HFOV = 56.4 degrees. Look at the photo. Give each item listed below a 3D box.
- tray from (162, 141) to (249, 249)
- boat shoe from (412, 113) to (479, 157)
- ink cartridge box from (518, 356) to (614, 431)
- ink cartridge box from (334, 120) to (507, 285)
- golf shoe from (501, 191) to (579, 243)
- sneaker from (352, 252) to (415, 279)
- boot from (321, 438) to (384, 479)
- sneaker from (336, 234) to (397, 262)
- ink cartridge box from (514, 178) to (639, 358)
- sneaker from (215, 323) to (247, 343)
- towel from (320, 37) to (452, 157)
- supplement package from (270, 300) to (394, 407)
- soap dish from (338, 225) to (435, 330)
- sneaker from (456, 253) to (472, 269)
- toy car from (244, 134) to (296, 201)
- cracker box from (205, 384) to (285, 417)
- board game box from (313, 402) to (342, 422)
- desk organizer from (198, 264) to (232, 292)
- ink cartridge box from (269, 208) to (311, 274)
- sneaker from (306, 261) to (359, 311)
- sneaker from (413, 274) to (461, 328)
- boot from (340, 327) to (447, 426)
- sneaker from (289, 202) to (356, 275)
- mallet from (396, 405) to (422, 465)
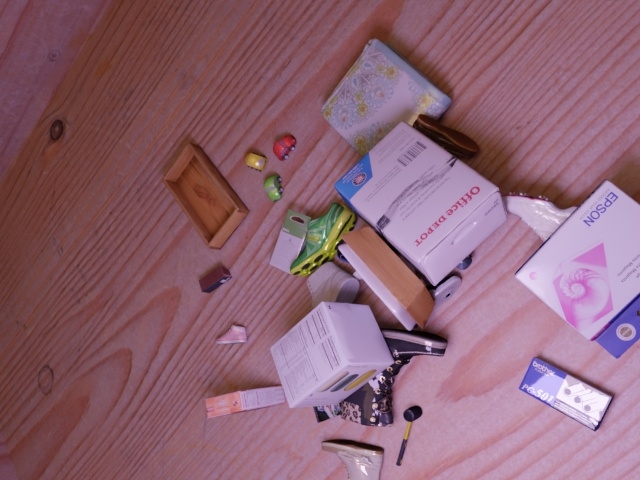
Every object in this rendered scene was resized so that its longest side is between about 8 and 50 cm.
[{"bbox_3d":[-0.457,-0.178,2.350,0.203,0.076,0.411,-50,59,19],"label":"tray"},{"bbox_3d":[0.369,-0.301,1.787,0.207,0.073,0.073,31,130,9],"label":"boat shoe"},{"bbox_3d":[0.631,0.392,1.542,0.207,0.046,0.097,26,97,34],"label":"ink cartridge box"},{"bbox_3d":[0.276,-0.111,1.679,0.285,0.166,0.395,-43,52,-1],"label":"ink cartridge box"},{"bbox_3d":[0.606,-0.043,1.586,0.306,0.115,0.140,20,98,36],"label":"golf shoe"},{"bbox_3d":[0.198,0.105,1.869,0.212,0.080,0.094,-20,94,34],"label":"sneaker"},{"bbox_3d":[0.092,0.708,1.845,0.213,0.077,0.165,0,85,31],"label":"boot"},{"bbox_3d":[0.140,0.020,1.903,0.232,0.090,0.081,-15,75,31],"label":"sneaker"},{"bbox_3d":[0.711,0.077,1.458,0.330,0.071,0.324,42,108,12],"label":"ink cartridge box"},{"bbox_3d":[-0.327,0.346,2.198,0.134,0.051,0.070,-11,76,29],"label":"sneaker"},{"bbox_3d":[0.200,-0.436,1.936,0.320,0.090,0.374,-52,59,21],"label":"towel"},{"bbox_3d":[0.029,0.332,1.729,0.262,0.199,0.198,-45,53,31],"label":"supplement package"},{"bbox_3d":[0.193,0.104,1.685,0.118,0.229,0.291,-41,60,1],"label":"soap dish"},{"bbox_3d":[0.331,0.013,1.779,0.283,0.110,0.122,47,116,39],"label":"sneaker"},{"bbox_3d":[-0.184,-0.255,2.186,0.239,0.053,0.225,-18,73,31],"label":"toy car"},{"bbox_3d":[-0.249,0.540,2.005,0.155,0.232,0.067,-20,72,31],"label":"cracker box"},{"bbox_3d":[0.011,0.452,1.966,0.136,0.030,0.260,-29,68,30],"label":"board game box"},{"bbox_3d":[-0.403,0.148,2.280,0.130,0.047,0.050,-34,63,26],"label":"desk organizer"},{"bbox_3d":[-0.090,0.008,2.078,0.109,0.062,0.209,22,95,34],"label":"ink cartridge box"},{"bbox_3d":[0.003,0.214,1.961,0.292,0.108,0.169,-60,40,8],"label":"sneaker"},{"bbox_3d":[0.305,0.151,1.781,0.217,0.079,0.121,-46,52,13],"label":"sneaker"},{"bbox_3d":[0.201,0.405,1.776,0.377,0.138,0.284,-3,80,38],"label":"boot"},{"bbox_3d":[0.000,0.000,2.003,0.295,0.109,0.123,-50,53,9],"label":"sneaker"},{"bbox_3d":[0.260,0.580,1.779,0.039,0.062,0.190,21,110,35],"label":"mallet"}]
